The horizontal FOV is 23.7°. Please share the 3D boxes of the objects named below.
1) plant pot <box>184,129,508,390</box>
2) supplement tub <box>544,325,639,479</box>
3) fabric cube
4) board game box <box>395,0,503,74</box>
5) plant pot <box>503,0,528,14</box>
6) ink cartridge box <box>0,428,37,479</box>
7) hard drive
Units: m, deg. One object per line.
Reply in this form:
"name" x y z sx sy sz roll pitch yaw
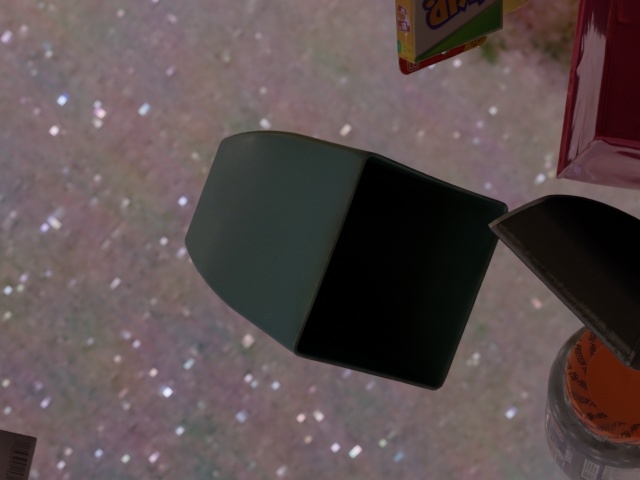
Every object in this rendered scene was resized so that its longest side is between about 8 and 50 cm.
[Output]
"plant pot" 0.000 0.000 1.291 0.165 0.165 0.234 18 -177 -39
"supplement tub" 0.382 0.208 1.931 0.193 0.193 0.316 53 174 19
"fabric cube" 0.413 -0.189 1.640 0.258 0.259 0.254 8 174 2
"board game box" 0.128 -0.296 1.536 0.124 0.259 0.039 -24 -141 -28
"plant pot" 0.206 -0.439 2.071 0.239 0.254 0.254 56 -170 -47
"ink cartridge box" -0.413 0.245 1.449 0.065 0.333 0.165 23 -106 -50
"hard drive" 0.249 0.036 1.196 0.172 0.054 0.255 48 -161 27
